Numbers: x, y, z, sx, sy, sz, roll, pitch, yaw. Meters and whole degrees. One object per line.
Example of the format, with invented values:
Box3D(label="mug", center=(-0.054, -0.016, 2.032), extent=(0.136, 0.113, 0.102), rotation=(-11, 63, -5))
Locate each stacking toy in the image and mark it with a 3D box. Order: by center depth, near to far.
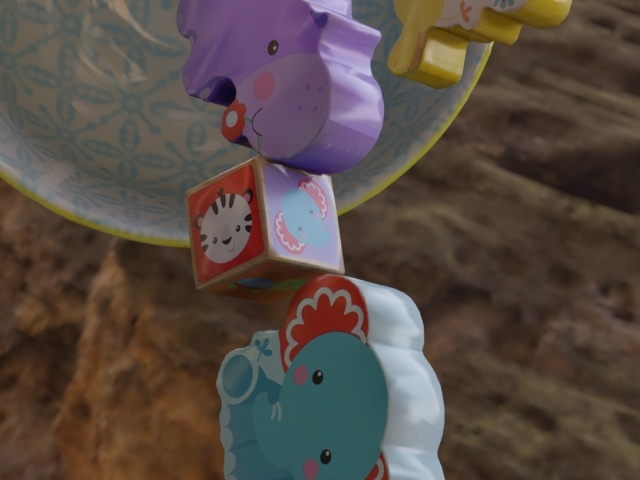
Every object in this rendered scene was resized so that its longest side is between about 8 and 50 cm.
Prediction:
Box3D(label="stacking toy", center=(0.000, 0.000, 0.345), extent=(0.052, 0.221, 0.167), rotation=(-23, -23, 38))

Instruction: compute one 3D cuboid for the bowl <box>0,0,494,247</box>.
Box3D(label="bowl", center=(-0.063, -0.137, 0.869), extent=(0.289, 0.289, 0.156), rotation=(31, -5, -6))
